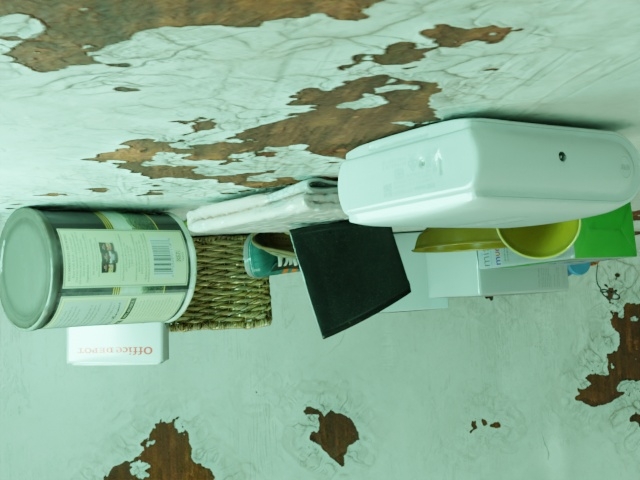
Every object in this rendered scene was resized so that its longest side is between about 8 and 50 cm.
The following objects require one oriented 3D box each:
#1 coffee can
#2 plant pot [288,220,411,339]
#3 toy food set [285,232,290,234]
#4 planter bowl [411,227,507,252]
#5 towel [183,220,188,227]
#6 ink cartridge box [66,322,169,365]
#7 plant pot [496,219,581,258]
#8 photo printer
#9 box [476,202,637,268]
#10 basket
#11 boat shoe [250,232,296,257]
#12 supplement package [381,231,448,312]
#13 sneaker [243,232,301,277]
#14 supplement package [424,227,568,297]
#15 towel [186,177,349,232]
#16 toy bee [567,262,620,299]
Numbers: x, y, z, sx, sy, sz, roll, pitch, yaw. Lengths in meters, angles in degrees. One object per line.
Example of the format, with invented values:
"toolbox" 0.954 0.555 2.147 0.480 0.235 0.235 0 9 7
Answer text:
"coffee can" -0.379 0.048 1.762 0.275 0.202 0.201 1 174 -42
"plant pot" 0.057 0.052 1.765 0.167 0.187 0.188 -18 175 2
"toy food set" -0.054 -0.028 1.972 0.078 0.019 0.122 0 -168 -9
"planter bowl" 0.279 -0.030 1.980 0.217 0.090 0.217 -3 175 0
"towel" -0.189 -0.041 1.965 0.102 0.021 0.237 5 174 -23
"ink cartridge box" -0.420 0.121 2.161 0.198 0.273 0.115 0 176 -1
"plant pot" 0.357 -0.051 1.683 0.134 0.134 0.095 -5 -156 19
"photo printer" 0.215 -0.074 1.267 0.307 0.107 0.256 0 174 -36
"box" 0.487 -0.013 2.152 0.231 0.127 0.262 -10 173 42
"basket" -0.270 0.106 2.458 0.299 0.223 0.213 -4 175 -7
"boat shoe" 0.000 0.000 2.060 0.285 0.105 0.089 -5 178 27
"supplement package" 0.188 0.087 2.680 0.262 0.199 0.198 -4 176 2
"sneaker" -0.065 0.021 2.337 0.121 0.108 0.302 -6 -177 25
"supplement package" 0.408 0.040 2.403 0.293 0.178 0.175 0 174 -36
"towel" -0.002 -0.053 1.725 0.331 0.053 0.317 0 174 -41
"toy bee" 0.709 0.029 2.878 0.298 0.162 0.195 31 164 -35
